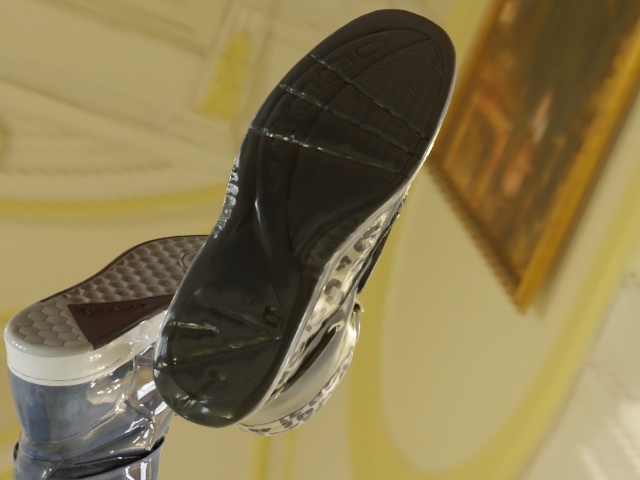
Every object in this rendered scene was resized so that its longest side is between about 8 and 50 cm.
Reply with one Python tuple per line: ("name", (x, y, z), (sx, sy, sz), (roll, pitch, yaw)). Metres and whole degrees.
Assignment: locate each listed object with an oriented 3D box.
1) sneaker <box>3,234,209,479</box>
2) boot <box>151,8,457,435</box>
("sneaker", (-0.102, 0.094, 1.194), (0.086, 0.163, 0.226), (19, -151, 35))
("boot", (-0.002, 0.000, 1.064), (0.085, 0.236, 0.178), (29, 173, 11))
